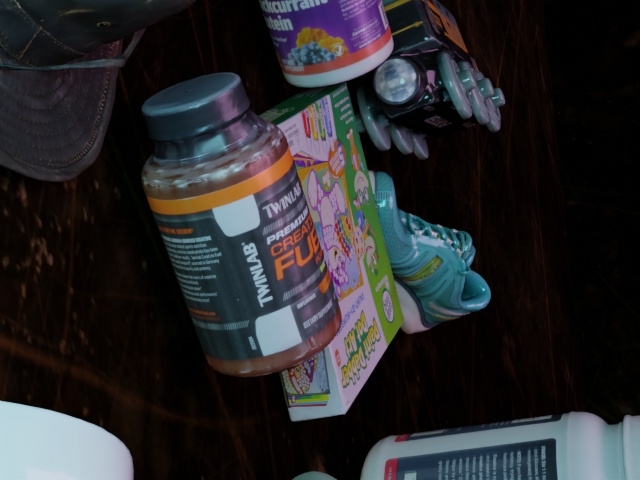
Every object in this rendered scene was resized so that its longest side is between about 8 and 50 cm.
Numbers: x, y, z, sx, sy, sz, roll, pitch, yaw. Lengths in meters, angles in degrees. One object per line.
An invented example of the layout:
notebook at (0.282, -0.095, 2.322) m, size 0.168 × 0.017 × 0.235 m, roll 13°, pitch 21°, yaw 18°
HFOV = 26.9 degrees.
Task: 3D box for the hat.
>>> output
hat at (-0.139, -0.191, 0.731) m, size 0.331 × 0.134 × 0.331 m, roll -9°, pitch 90°, yaw -72°

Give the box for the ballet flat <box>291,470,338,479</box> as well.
ballet flat at (-0.006, 0.244, 0.837) m, size 0.068 × 0.072 × 0.213 m, roll 50°, pitch 36°, yaw -60°

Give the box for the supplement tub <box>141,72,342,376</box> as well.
supplement tub at (-0.059, -0.012, 0.920) m, size 0.106 × 0.106 × 0.198 m, roll -66°, pitch 141°, yaw -61°

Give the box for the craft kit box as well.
craft kit box at (0.000, 0.000, 1.187) m, size 0.250 × 0.061 × 0.247 m, roll -47°, pitch 127°, yaw -68°

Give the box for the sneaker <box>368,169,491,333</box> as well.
sneaker at (0.107, 0.005, 1.420) m, size 0.275 × 0.110 × 0.107 m, roll 52°, pitch 33°, yaw -55°

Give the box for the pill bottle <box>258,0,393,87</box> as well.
pill bottle at (-0.010, -0.245, 1.201) m, size 0.108 × 0.108 × 0.193 m, roll -69°, pitch 144°, yaw -59°

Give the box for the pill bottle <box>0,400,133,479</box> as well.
pill bottle at (-0.137, 0.206, 0.459) m, size 0.162 × 0.162 × 0.278 m, roll 51°, pitch 33°, yaw -57°

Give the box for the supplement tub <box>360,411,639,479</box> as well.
supplement tub at (0.187, 0.263, 1.252) m, size 0.191 × 0.272 × 0.191 m, roll -10°, pitch 90°, yaw -72°

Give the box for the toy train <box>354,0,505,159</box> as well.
toy train at (0.111, -0.203, 1.527) m, size 0.190 × 0.142 × 0.334 m, roll 71°, pitch 17°, yaw 6°
